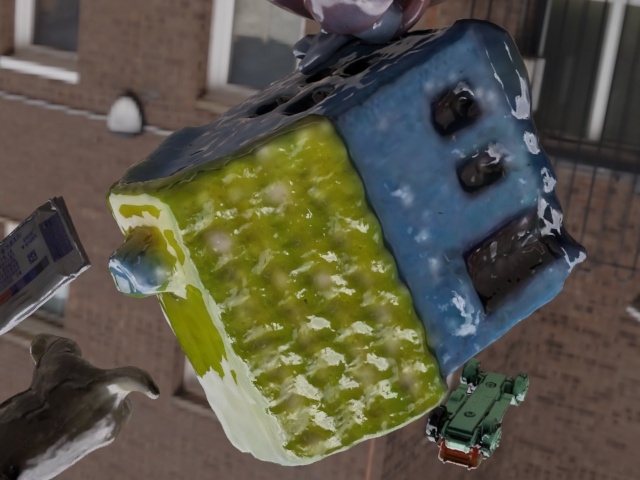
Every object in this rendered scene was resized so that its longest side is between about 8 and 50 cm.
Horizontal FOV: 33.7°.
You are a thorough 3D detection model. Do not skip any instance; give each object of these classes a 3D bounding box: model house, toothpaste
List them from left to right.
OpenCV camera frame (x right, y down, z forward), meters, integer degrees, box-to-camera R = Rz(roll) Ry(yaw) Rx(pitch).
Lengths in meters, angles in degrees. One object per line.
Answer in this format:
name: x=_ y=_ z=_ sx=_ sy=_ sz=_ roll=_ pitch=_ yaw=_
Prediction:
toothpaste: x=-0.404 y=0.064 z=1.320 sx=0.099 sy=0.282 sz=0.068 roll=52 pitch=-164 yaw=-5
model house: x=0.000 y=0.000 z=0.777 sx=0.303 sy=0.237 sz=0.215 roll=-34 pitch=-158 yaw=-27

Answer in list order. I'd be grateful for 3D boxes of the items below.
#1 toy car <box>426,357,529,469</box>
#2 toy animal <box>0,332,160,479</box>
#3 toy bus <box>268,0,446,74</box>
toy car: x=0.160 y=0.172 z=1.067 sx=0.073 sy=0.054 sz=0.143 roll=10 pitch=-156 yaw=23
toy animal: x=-0.249 y=0.180 z=0.867 sx=0.233 sy=0.121 sz=0.168 roll=-41 pitch=-162 yaw=-22
toy bus: x=0.062 y=-0.259 z=0.720 sx=0.294 sy=0.232 sz=0.197 roll=-17 pitch=162 yaw=38
